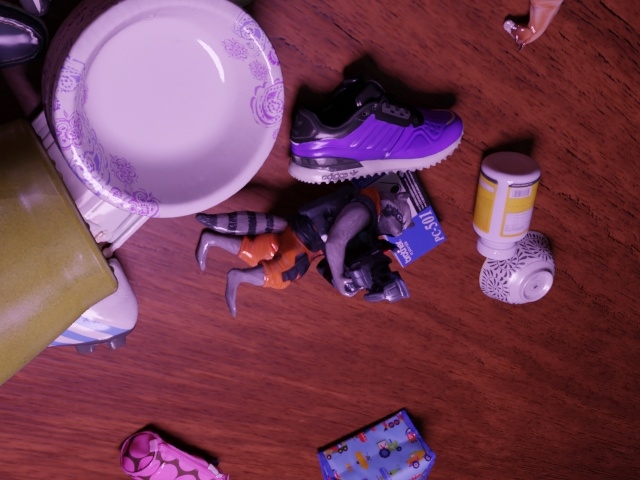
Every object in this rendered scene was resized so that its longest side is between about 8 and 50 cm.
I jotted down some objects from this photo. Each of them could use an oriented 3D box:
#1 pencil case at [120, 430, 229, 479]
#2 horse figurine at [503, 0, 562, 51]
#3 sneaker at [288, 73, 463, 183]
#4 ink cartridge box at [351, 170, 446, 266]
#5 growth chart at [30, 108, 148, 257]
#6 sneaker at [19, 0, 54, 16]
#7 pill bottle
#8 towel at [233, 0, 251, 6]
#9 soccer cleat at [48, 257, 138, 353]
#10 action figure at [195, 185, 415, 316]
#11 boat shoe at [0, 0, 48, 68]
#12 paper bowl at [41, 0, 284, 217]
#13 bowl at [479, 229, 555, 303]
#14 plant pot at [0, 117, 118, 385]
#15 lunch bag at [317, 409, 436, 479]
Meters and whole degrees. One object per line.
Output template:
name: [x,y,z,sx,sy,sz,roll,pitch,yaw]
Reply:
pencil case: [-0.272,0.429,1.330,0.098,0.095,0.209,-20,138,28]
horse figurine: [0.361,-0.431,1.059,0.263,0.066,0.174,-46,124,12]
sneaker: [0.092,-0.184,1.072,0.293,0.102,0.146,-14,127,-17]
ink cartridge box: [0.138,-0.053,1.224,0.097,0.046,0.207,-33,131,0]
growth chart: [-0.317,-0.092,0.987,0.172,0.021,0.237,-40,131,3]
sneaker: [-0.362,-0.364,0.739,0.108,0.100,0.271,-10,134,10]
pill bottle: [0.332,-0.060,1.278,0.103,0.103,0.184,-13,127,-19]
towel: [-0.089,-0.368,0.902,0.148,0.027,0.110,-35,132,0]
soccer cleat: [-0.437,0.105,1.022,0.331,0.116,0.143,-11,108,-20]
action figure: [0.000,0.000,1.050,0.330,0.341,0.178,-19,102,-17]
boat shoe: [-0.439,-0.229,0.791,0.255,0.079,0.095,1,121,-27]
paper bowl: [-0.199,-0.184,0.886,0.284,0.148,0.284,-14,123,-24]
bowl: [0.416,0.071,1.428,0.170,0.080,0.170,-14,127,-19]
plant pot: [-0.445,0.034,0.814,0.353,0.366,0.366,-29,131,-15]
lunch bag: [0.133,0.553,1.607,0.221,0.138,0.293,-23,139,-14]
